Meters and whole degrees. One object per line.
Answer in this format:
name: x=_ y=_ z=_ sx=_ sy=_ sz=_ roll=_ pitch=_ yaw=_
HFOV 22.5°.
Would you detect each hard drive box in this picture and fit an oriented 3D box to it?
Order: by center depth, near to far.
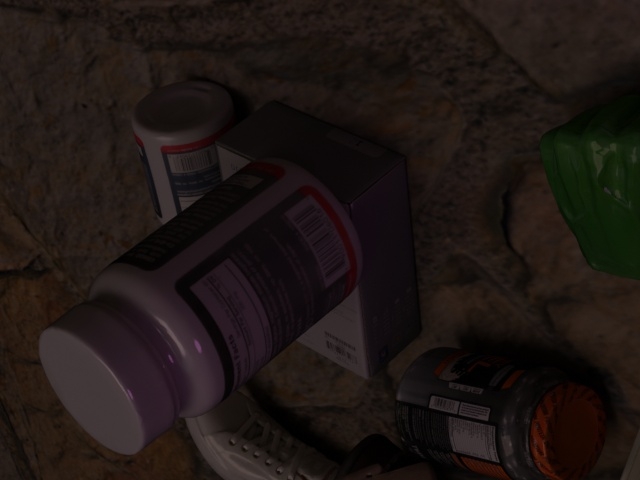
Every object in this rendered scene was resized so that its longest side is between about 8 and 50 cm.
hard drive box: x=0.000 y=0.000 z=1.623 sx=0.181 sy=0.089 sz=0.232 roll=26 pitch=140 yaw=34

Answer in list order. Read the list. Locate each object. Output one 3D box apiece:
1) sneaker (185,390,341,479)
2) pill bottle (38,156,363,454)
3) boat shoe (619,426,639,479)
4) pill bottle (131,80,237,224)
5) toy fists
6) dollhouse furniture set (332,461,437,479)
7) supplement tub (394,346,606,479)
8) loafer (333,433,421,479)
sneaker: x=-0.035 y=0.266 z=1.935 sx=0.290 sy=0.106 sz=0.123 roll=44 pitch=138 yaw=-3
pill bottle: x=-0.108 y=0.059 z=1.465 sx=0.161 sy=0.283 sz=0.161 roll=32 pitch=143 yaw=28
boat shoe: x=0.315 y=0.311 z=1.393 sx=0.156 sy=0.187 sz=0.500 roll=24 pitch=120 yaw=20
pill bottle: x=-0.130 y=-0.068 z=1.701 sx=0.108 sy=0.108 sz=0.180 roll=24 pitch=138 yaw=37
toy fists: x=0.294 y=-0.042 z=1.216 sx=0.279 sy=0.096 sz=0.142 roll=11 pitch=140 yaw=44
dollhouse furniture set: x=0.163 y=0.403 z=1.623 sx=0.198 sy=0.286 sz=0.303 roll=-20 pitch=141 yaw=18
supplement tub: x=0.174 y=0.171 z=1.550 sx=0.190 sy=0.117 sz=0.117 roll=7 pitch=127 yaw=47
loafer: x=0.133 y=0.360 z=1.796 sx=0.130 sy=0.134 sz=0.366 roll=6 pitch=136 yaw=44
